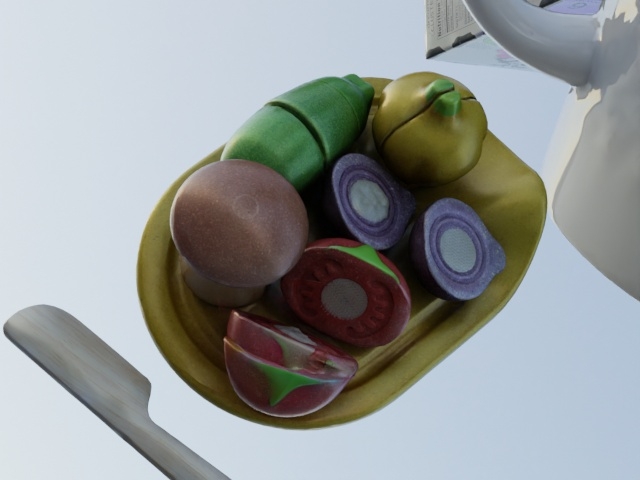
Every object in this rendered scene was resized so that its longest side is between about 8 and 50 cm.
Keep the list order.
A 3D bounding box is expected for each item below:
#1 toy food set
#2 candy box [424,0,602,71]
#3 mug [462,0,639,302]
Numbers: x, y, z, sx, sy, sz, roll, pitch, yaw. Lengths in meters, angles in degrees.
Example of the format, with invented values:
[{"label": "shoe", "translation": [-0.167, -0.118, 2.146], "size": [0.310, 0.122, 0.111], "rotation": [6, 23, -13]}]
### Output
[{"label": "toy food set", "translation": [0.000, 0.000, 0.601], "size": [0.128, 0.218, 0.071], "rotation": [46, -26, 11]}, {"label": "candy box", "translation": [0.190, -0.174, 1.109], "size": [0.196, 0.165, 0.070], "rotation": [164, -74, -64]}, {"label": "mug", "translation": [0.241, -0.142, 0.736], "size": [0.374, 0.276, 0.328], "rotation": [17, -64, 0]}]
